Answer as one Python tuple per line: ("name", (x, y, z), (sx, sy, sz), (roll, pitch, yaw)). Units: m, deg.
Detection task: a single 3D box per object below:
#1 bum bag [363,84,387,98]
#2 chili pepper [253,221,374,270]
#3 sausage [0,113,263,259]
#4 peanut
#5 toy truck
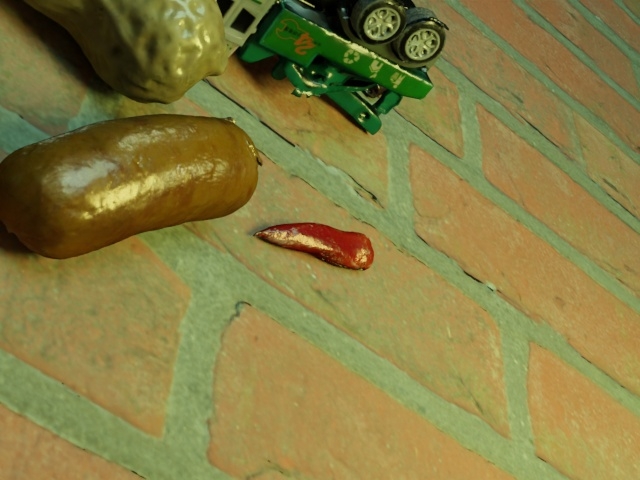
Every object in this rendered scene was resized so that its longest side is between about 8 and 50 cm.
("bum bag", (0.043, -0.256, 1.554), (0.159, 0.026, 0.109), (50, 31, 1))
("chili pepper", (0.000, 0.000, 1.206), (0.178, 0.027, 0.045), (12, 47, -43))
("sausage", (-0.151, -0.050, 0.994), (0.109, 0.109, 0.270), (55, 33, 11))
("peanut", (-0.211, -0.251, 1.115), (0.159, 0.143, 0.291), (-34, 89, -26))
("toy truck", (-0.014, -0.253, 1.324), (0.363, 0.178, 0.176), (24, 28, -35))
